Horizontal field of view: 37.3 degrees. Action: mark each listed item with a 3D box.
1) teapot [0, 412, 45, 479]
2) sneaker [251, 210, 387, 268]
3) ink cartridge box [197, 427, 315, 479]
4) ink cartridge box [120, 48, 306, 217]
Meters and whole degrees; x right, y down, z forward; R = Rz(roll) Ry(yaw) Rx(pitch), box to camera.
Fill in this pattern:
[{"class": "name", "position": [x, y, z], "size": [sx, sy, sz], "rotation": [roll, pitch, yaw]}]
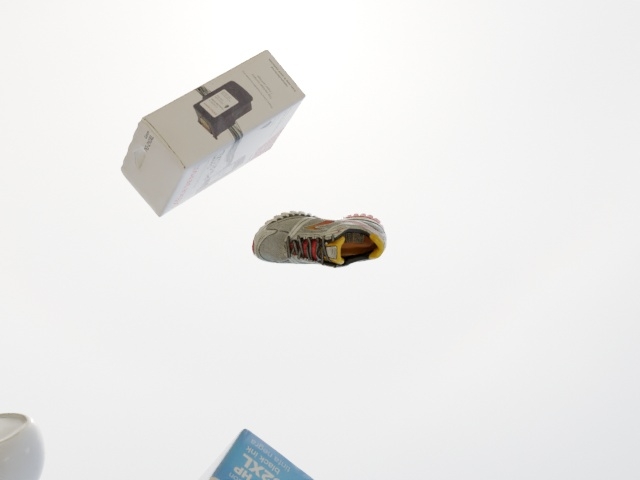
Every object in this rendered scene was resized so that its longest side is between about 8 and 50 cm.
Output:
[{"class": "teapot", "position": [-0.621, 0.445, 1.756], "size": [0.253, 0.256, 0.187], "rotation": [-5, -79, 28]}, {"class": "sneaker", "position": [0.000, 0.000, 1.546], "size": [0.225, 0.088, 0.092], "rotation": [-6, -159, -5]}, {"class": "ink cartridge box", "position": [-0.121, 0.324, 0.714], "size": [0.223, 0.129, 0.307], "rotation": [-50, -179, 31]}, {"class": "ink cartridge box", "position": [-0.160, -0.156, 1.395], "size": [0.237, 0.100, 0.172], "rotation": [-36, 174, -31]}]
